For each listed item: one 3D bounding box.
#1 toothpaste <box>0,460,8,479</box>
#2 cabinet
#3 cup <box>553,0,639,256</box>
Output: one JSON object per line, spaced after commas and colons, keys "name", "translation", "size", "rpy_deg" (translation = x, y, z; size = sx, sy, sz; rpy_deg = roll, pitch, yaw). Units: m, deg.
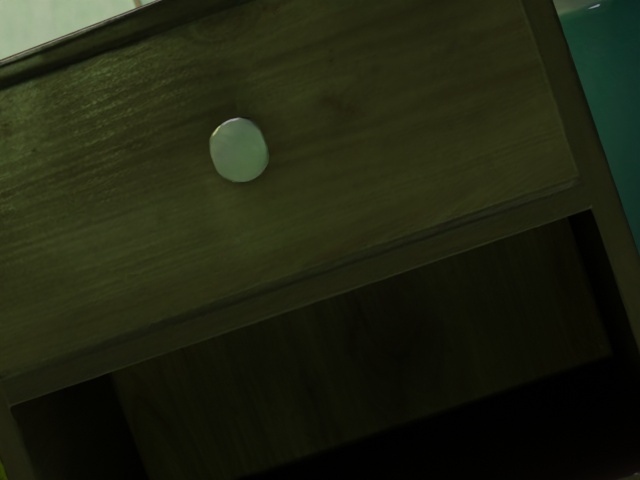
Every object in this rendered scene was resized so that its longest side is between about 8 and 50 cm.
{"name": "toothpaste", "translation": [-0.211, 0.125, 0.747], "size": [0.327, 0.077, 0.110], "rpy_deg": [-18, 6, 14]}
{"name": "cabinet", "translation": [-0.004, 0.009, 0.508], "size": [0.174, 0.215, 0.148], "rpy_deg": [-19, 8, 4]}
{"name": "cup", "translation": [0.116, -0.034, 0.678], "size": [0.299, 0.173, 0.167], "rpy_deg": [-12, 12, 41]}
